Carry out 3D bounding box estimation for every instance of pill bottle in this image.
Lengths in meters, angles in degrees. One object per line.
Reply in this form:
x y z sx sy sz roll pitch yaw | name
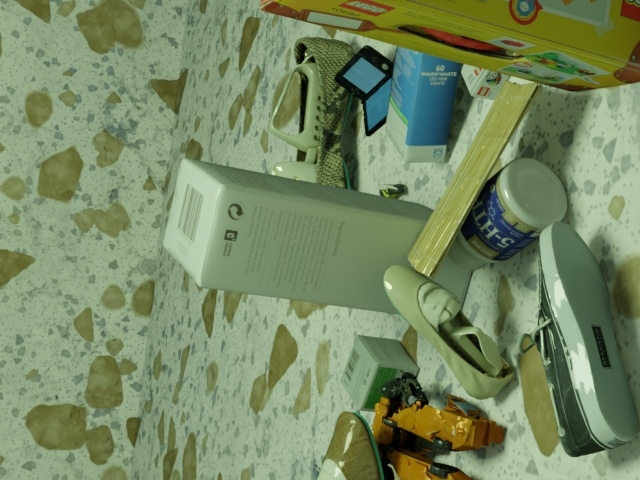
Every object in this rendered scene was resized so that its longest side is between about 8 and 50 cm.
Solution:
0.264 -0.031 1.497 0.186 0.112 0.112 134 139 -52 | pill bottle

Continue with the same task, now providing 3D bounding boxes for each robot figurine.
0.169 0.327 1.607 0.291 0.085 0.211 7 88 65 | robot figurine

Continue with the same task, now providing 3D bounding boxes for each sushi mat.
0.220 -0.093 1.491 0.316 0.019 0.151 -62 12 7 | sushi mat

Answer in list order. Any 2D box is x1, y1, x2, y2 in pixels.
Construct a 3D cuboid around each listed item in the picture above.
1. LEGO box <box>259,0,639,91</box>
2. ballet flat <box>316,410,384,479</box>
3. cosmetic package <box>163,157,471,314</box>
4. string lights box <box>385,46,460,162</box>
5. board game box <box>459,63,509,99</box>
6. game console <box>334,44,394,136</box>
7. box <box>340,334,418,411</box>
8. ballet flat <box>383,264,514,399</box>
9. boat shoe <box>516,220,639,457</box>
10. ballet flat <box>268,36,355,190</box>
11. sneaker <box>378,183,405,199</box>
0.207 -0.430 1.299 0.193 0.500 0.372 -177 95 -66 | LEGO box
0.045 0.448 1.635 0.116 0.124 0.342 22 126 57 | ballet flat
0.000 0.000 1.646 0.230 0.453 0.161 -145 66 -64 | cosmetic package
0.176 -0.277 1.735 0.133 0.077 0.259 -113 25 -55 | string lights box
0.272 -0.405 1.687 0.193 0.053 0.305 121 148 -40 | board game box
0.092 -0.295 2.008 0.144 0.124 0.085 -36 23 56 | game console
0.102 0.235 1.781 0.102 0.087 0.101 53 128 57 | box
0.195 0.126 1.495 0.086 0.248 0.086 -40 6 5 | ballet flat
0.320 0.127 1.318 0.105 0.113 0.306 -32 60 41 | boat shoe
-0.025 -0.198 2.103 0.164 0.182 0.482 -22 62 61 | ballet flat
0.136 -0.089 1.905 0.083 0.031 0.035 -171 77 -70 | sneaker
